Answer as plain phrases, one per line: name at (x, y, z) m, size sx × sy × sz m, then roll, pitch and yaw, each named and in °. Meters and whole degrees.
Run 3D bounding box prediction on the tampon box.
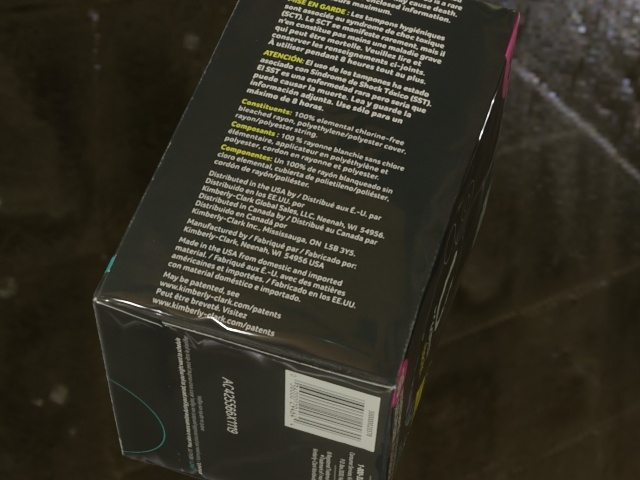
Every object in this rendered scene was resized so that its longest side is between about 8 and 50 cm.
tampon box at (0.000, 0.000, 0.539) m, size 0.120 × 0.101 × 0.161 m, roll 92°, pitch 18°, yaw -57°
